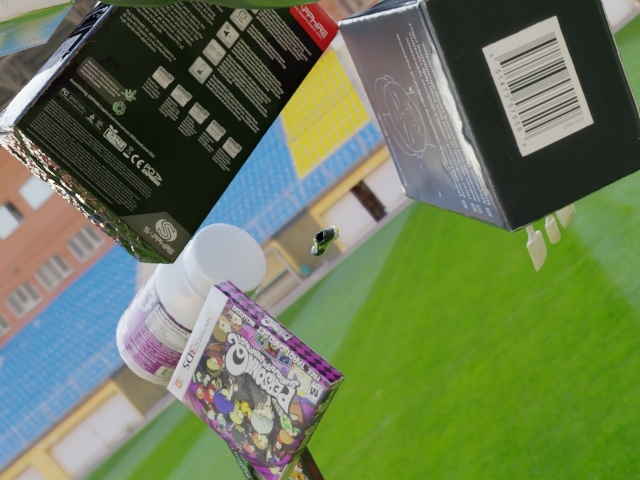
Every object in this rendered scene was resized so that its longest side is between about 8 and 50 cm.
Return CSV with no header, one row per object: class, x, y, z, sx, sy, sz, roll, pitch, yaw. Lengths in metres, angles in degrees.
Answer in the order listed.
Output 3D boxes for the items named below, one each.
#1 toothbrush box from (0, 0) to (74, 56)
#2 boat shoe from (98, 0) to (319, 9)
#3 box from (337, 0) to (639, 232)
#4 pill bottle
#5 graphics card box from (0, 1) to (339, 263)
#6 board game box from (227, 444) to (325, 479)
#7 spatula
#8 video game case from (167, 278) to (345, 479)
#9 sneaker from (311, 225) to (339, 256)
toothbrush box,-0.481,-0.403,1.435,0.122,0.206,0.283,-23,8,-23
boat shoe,-0.077,-0.229,0.781,0.228,0.068,0.081,-7,-2,-35
box,0.211,-0.206,1.277,0.212,0.293,0.395,-26,14,-8
pill bottle,-0.208,0.102,1.568,0.169,0.169,0.301,-41,-5,-45
graphics card box,-0.162,-0.184,1.086,0.094,0.233,0.371,0,52,52
board game box,-0.094,0.382,1.770,0.136,0.259,0.030,-31,6,-35
spatula,0.436,-0.074,1.875,0.019,0.242,0.168,24,64,43
video game case,-0.099,0.205,1.387,0.042,0.232,0.210,-22,-36,-54
sneaker,0.000,0.000,1.726,0.035,0.031,0.083,-3,-33,-35
